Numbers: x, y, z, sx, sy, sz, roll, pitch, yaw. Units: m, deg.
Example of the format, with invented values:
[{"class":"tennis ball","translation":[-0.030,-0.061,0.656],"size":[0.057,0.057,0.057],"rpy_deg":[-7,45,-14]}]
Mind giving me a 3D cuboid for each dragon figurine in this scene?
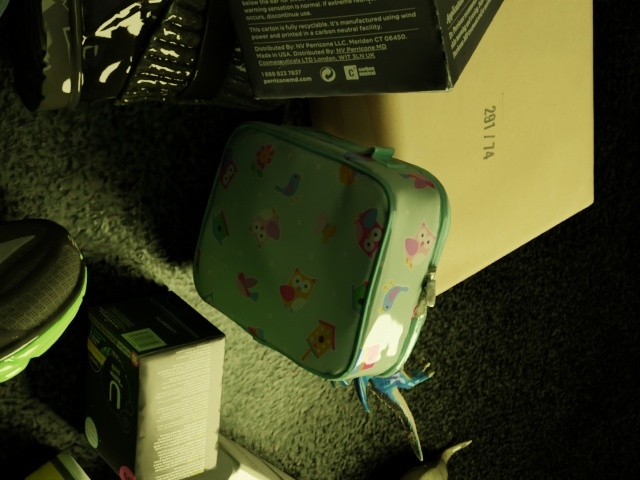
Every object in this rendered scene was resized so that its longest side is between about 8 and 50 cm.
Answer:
[{"class":"dragon figurine","translation":[0.059,0.154,1.267],"size":[0.144,0.085,0.289],"rpy_deg":[-18,117,-29]}]

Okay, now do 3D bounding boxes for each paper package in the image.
[{"class":"paper package","translation":[0.153,-0.147,1.144],"size":[0.309,0.168,0.325],"rpy_deg":[-27,125,-27]}]

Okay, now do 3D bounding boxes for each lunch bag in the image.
[{"class":"lunch bag","translation":[0.000,0.000,1.014],"size":[0.107,0.279,0.224],"rpy_deg":[7,104,-45]}]

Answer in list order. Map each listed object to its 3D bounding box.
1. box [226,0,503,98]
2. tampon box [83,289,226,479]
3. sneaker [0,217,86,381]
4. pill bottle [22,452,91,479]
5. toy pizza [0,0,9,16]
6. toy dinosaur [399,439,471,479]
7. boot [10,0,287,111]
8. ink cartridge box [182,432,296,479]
[{"class":"box","translation":[0.047,-0.334,0.851],"size":[0.343,0.178,0.313],"rpy_deg":[-57,141,-49]},{"class":"tampon box","translation":[-0.174,0.154,1.056],"size":[0.101,0.120,0.161],"rpy_deg":[-10,117,-36]},{"class":"sneaker","translation":[-0.394,0.016,0.771],"size":[0.482,0.185,0.202],"rpy_deg":[-1,116,-40]},{"class":"pill bottle","translation":[-0.307,0.310,1.037],"size":[0.184,0.103,0.103],"rpy_deg":[-37,129,-20]},{"class":"toy pizza","translation":[-0.337,-0.228,0.785],"size":[0.201,0.032,0.201],"rpy_deg":[-14,126,-20]},{"class":"toy dinosaur","translation":[0.122,0.392,1.416],"size":[0.313,0.121,0.160],"rpy_deg":[-36,143,-15]},{"class":"boot","translation":[-0.127,-0.271,0.876],"size":[0.260,0.131,0.348],"rpy_deg":[-8,126,-29]},{"class":"ink cartridge box","translation":[-0.105,0.364,1.219],"size":[0.197,0.114,0.273],"rpy_deg":[-52,134,-6]}]
